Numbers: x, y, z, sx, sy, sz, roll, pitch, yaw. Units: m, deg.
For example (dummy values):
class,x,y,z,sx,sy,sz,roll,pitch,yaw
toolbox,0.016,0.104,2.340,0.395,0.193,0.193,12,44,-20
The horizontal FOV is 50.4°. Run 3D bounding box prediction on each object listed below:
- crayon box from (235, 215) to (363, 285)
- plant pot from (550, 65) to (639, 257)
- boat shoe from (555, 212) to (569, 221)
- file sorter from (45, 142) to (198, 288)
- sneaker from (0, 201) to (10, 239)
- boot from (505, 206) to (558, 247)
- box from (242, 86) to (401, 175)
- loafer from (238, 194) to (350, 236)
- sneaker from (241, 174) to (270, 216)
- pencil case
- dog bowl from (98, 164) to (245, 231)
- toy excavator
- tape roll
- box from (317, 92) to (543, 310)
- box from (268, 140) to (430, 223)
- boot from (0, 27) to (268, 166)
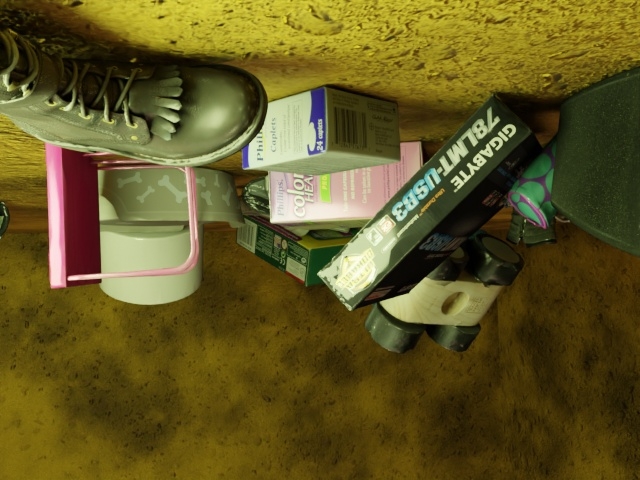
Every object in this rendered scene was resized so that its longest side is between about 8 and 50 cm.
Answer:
class,x,y,z,sx,sy,sz,roll,pitch,yaw
crayon box,0.000,0.000,1.793,0.313,0.106,0.363,-5,-161,-34
plant pot,0.356,-0.086,0.729,0.188,0.187,0.167,-1,-171,-25
boat shoe,0.534,-0.091,1.499,0.113,0.103,0.302,-2,178,19
file sorter,-0.274,-0.039,0.999,0.183,0.201,0.291,-3,178,-9
sneaker,-0.839,-0.031,1.683,0.147,0.129,0.330,1,177,-9
boot,0.433,-0.068,1.270,0.084,0.161,0.246,-1,178,-18
box,0.000,-0.119,0.775,0.137,0.072,0.126,-5,177,44
loafer,-0.054,-0.065,1.600,0.320,0.111,0.112,0,177,-31
sneaker,-0.055,-0.089,1.404,0.229,0.086,0.132,-2,180,-14
pencil case,0.295,-0.088,0.832,0.064,0.151,0.070,36,171,36
dog bowl,-0.321,-0.074,1.313,0.349,0.102,0.349,-1,177,0
toy excavator,0.230,0.005,1.435,0.433,0.222,0.445,7,-147,-33
tape roll,-0.397,0.019,1.592,0.246,0.169,0.246,6,-155,-3
box,0.163,-0.037,0.903,0.293,0.073,0.295,-47,164,14
box,0.060,-0.085,1.141,0.243,0.117,0.213,-3,178,14
boot,-0.193,-0.115,0.523,0.263,0.091,0.229,0,179,12
